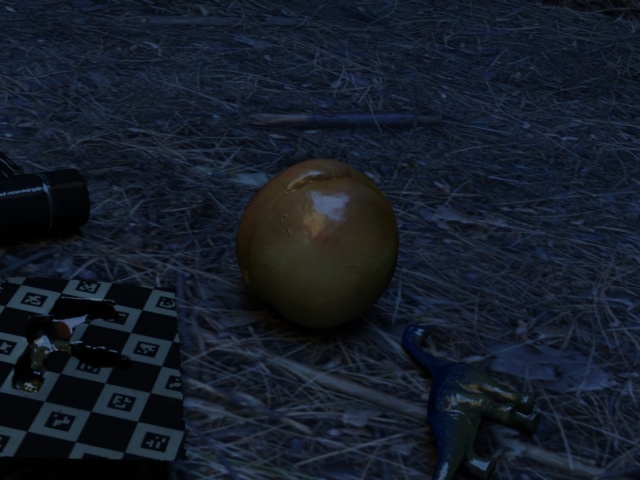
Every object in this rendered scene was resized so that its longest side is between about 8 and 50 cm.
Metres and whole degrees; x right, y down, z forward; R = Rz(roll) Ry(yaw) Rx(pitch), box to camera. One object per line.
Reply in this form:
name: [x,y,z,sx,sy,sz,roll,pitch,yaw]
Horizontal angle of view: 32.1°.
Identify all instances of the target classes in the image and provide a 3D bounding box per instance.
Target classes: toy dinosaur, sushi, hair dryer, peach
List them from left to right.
hair dryer: [-0.375,-0.069,1.333,0.124,0.071,0.219,-10,29,-32]
sushi: [-0.229,0.128,1.049,0.192,0.043,0.279,4,30,-12]
peach: [0.000,0.000,1.222,0.184,0.184,0.184,8,29,-5]
toy dinosaur: [0.110,0.163,1.109,0.188,0.075,0.247,17,34,30]
